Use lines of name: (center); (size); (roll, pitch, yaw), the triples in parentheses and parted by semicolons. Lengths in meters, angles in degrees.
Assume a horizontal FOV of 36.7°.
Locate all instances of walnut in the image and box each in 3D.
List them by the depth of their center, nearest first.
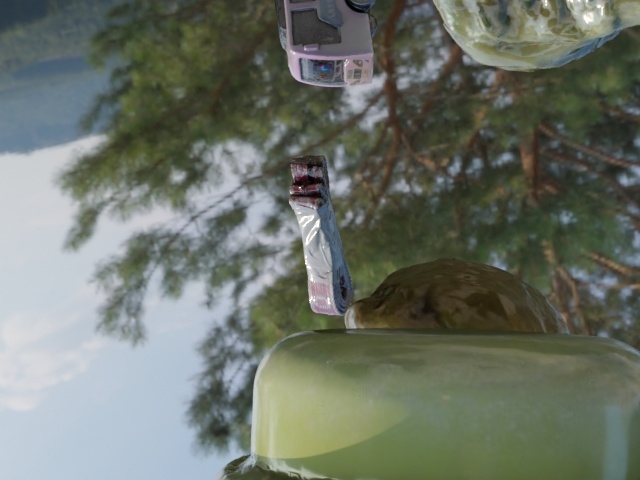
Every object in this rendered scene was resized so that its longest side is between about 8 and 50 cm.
walnut: (0.145, 0.135, 1.000); (0.227, 0.283, 0.283); (-57, -153, -12)

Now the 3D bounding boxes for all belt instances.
belt: (0.000, 0.000, 1.289); (0.053, 0.232, 0.071); (2, -151, 23)

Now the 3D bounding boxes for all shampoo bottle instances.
shampoo bottle: (0.083, 0.214, 0.621); (0.323, 0.317, 0.322); (3, 178, 0)

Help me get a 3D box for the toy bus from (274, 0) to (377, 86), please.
toy bus: (0.000, -0.143, 0.496); (0.052, 0.130, 0.037); (-5, 162, -1)

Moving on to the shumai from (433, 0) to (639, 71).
shumai: (0.318, -0.305, 0.881); (0.397, 0.324, 0.323); (-30, -145, -27)
